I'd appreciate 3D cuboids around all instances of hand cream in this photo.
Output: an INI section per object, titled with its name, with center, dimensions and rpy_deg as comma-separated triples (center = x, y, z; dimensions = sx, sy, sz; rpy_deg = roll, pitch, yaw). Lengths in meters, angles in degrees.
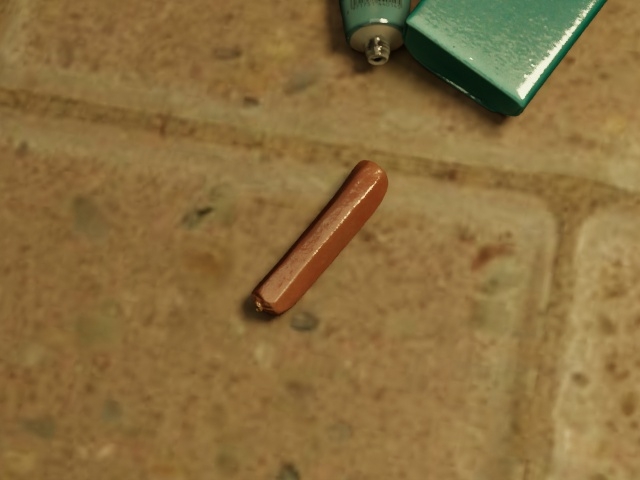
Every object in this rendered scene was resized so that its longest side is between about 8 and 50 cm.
[hand cream]
center = 0.040, -0.243, 1.379
dimensions = 0.083, 0.048, 0.224
rpy_deg = -4, 66, 7

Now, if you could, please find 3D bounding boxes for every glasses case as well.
[glasses case]
center = 0.197, -0.242, 1.344
dimensions = 0.117, 0.070, 0.301
rpy_deg = 37, 77, 7

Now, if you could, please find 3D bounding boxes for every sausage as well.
[sausage]
center = 0.000, 0.000, 1.301
dimensions = 0.147, 0.035, 0.030
rpy_deg = -51, 40, -8
